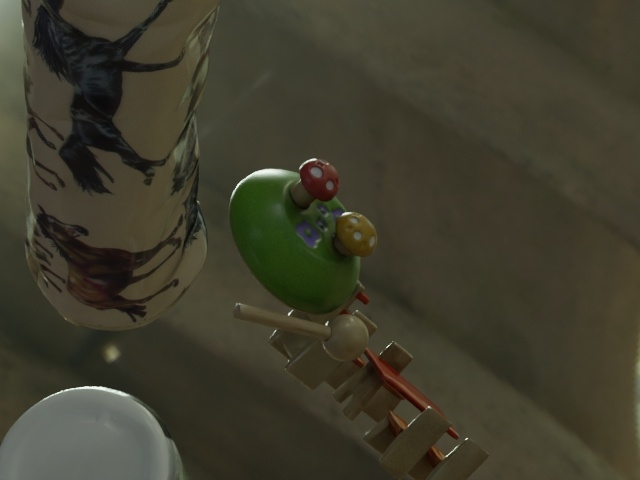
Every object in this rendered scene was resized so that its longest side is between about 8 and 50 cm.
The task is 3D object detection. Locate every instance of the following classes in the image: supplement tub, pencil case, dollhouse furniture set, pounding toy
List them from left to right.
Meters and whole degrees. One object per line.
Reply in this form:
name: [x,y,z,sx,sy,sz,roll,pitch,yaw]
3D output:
supplement tub: [-0.223,0.303,1.708,0.193,0.193,0.316,-36,-28,-14]
pencil case: [-0.160,-0.116,1.300,0.410,0.160,0.183,101,-170,-48]
pounding toy: [0.000,0.000,1.767,0.183,0.237,0.110,27,-47,-31]
dollhouse furniture set: [0.076,0.160,1.942,0.135,0.262,0.259,-46,-60,5]
